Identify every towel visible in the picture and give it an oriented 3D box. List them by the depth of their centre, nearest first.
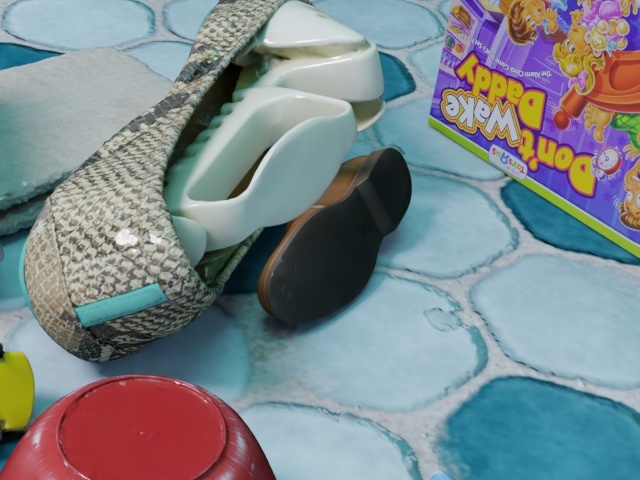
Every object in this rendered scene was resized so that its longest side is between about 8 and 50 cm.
[{"bbox_3d":[-0.229,-0.095,0.959,0.187,0.049,0.282,32,39,30],"label":"towel"}]

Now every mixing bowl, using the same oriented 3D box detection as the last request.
[{"bbox_3d":[-0.097,0.136,0.588,0.182,0.098,0.181,6,32,-4],"label":"mixing bowl"}]

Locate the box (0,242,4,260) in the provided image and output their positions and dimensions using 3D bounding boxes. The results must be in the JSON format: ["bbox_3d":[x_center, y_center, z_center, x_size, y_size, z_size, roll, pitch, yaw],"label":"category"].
[{"bbox_3d":[-0.324,-0.087,0.776,0.127,0.148,0.232,-21,50,-10],"label":"box"}]

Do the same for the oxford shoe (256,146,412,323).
[{"bbox_3d":[0.000,0.000,0.863,0.076,0.076,0.212,-9,25,33],"label":"oxford shoe"}]

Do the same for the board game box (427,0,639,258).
[{"bbox_3d":[0.257,-0.137,0.957,0.078,0.233,0.347,-18,41,-35],"label":"board game box"}]

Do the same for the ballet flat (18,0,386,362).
[{"bbox_3d":[-0.046,-0.084,0.853,0.182,0.164,0.482,-13,28,28],"label":"ballet flat"}]

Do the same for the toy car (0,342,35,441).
[{"bbox_3d":[-0.289,0.101,0.586,0.053,0.239,0.225,-12,44,41],"label":"toy car"}]

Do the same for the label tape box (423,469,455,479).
[{"bbox_3d":[0.004,0.281,0.350,0.348,0.115,0.249,-39,50,-15],"label":"label tape box"}]
